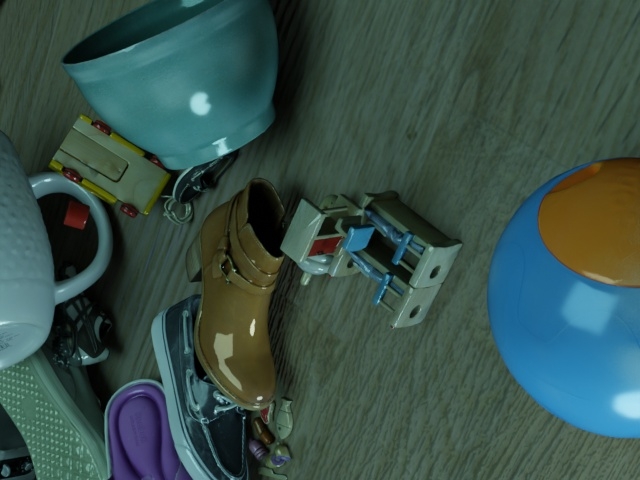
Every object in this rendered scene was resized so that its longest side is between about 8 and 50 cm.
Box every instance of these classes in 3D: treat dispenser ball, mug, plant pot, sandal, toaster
[{"bbox_3d":[0.316,0.058,1.294,0.288,0.288,0.288,5,98,40],"label":"treat dispenser ball"},{"bbox_3d":[-0.507,0.014,1.951,0.328,0.374,0.276,64,158,22],"label":"mug"},{"bbox_3d":[-0.176,-0.219,1.711,0.293,0.293,0.196,-6,117,40],"label":"plant pot"},{"bbox_3d":[-0.250,0.366,1.824,0.169,0.102,0.416,-32,48,4],"label":"sandal"},{"bbox_3d":[-0.583,0.370,2.202,0.185,0.110,0.168,40,118,30],"label":"toaster"}]

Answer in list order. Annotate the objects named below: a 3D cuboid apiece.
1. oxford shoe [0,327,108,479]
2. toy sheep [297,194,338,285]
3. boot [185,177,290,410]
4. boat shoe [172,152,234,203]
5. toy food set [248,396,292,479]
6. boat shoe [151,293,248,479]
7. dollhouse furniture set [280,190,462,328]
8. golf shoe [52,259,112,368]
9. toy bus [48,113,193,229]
[{"bbox_3d":[-0.393,0.312,2.023,0.169,0.130,0.449,-45,66,31],"label":"oxford shoe"},{"bbox_3d":[0.000,0.000,1.689,0.091,0.091,0.132,31,114,34],"label":"toy sheep"},{"bbox_3d":[-0.089,0.072,1.739,0.220,0.109,0.283,-44,53,50],"label":"boot"},{"bbox_3d":[-0.170,-0.094,1.847,0.125,0.046,0.038,-47,62,23],"label":"boat shoe"},{"bbox_3d":[-0.075,0.284,1.823,0.078,0.019,0.122,5,98,40],"label":"toy food set"},{"bbox_3d":[-0.156,0.224,1.836,0.102,0.108,0.301,-32,66,37],"label":"boat shoe"},{"bbox_3d":[0.054,0.029,1.579,0.129,0.183,0.129,39,118,30],"label":"dollhouse furniture set"},{"bbox_3d":[-0.387,0.121,2.043,0.077,0.094,0.198,118,148,-49],"label":"golf shoe"},{"bbox_3d":[-0.311,-0.104,1.915,0.104,0.191,0.202,175,82,-75],"label":"toy bus"}]
